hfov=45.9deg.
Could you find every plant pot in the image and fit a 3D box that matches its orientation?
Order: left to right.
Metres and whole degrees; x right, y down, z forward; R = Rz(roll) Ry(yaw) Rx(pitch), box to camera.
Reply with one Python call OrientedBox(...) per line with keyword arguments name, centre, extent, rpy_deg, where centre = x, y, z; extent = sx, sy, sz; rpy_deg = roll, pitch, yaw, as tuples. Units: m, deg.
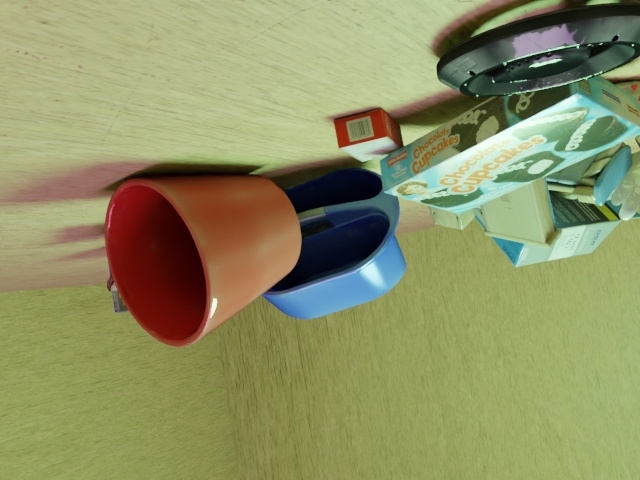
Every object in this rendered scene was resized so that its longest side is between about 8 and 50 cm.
OrientedBox(name="plant pot", centre=(-0.182, 0.006, 1.260), extent=(0.275, 0.275, 0.243), rpy_deg=(-14, -175, 46))

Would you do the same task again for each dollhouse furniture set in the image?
OrientedBox(name="dollhouse furniture set", centre=(0.386, -0.171, 1.419), extent=(0.286, 0.198, 0.303), rpy_deg=(15, -133, 44))

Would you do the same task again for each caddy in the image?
OrientedBox(name="caddy", centre=(0.000, 0.000, 1.433), extent=(0.341, 0.241, 0.179), rpy_deg=(-20, 141, 17))

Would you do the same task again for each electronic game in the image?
OrientedBox(name="electronic game", centre=(0.236, -0.198, 0.791), extent=(0.229, 0.048, 0.229), rpy_deg=(-9, 177, 0))

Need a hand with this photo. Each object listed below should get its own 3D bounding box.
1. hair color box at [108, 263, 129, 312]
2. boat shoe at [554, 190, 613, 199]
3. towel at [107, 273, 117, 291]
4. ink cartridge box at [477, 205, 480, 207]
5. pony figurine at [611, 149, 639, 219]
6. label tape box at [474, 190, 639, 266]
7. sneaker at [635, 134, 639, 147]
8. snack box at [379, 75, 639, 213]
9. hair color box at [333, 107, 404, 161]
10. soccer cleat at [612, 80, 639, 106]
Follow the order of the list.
OrientedBox(name="hair color box", centre=(-0.422, 0.090, 2.132), extent=(0.110, 0.185, 0.338), rpy_deg=(-12, 175, 40))
OrientedBox(name="boat shoe", centre=(0.578, -0.167, 1.724), extent=(0.116, 0.123, 0.324), rpy_deg=(24, 179, -9))
OrientedBox(name="towel", centre=(-0.309, 0.097, 1.711), extent=(0.329, 0.037, 0.237), rpy_deg=(4, 169, -18))
OrientedBox(name="ink cartridge box", centre=(0.376, -0.121, 1.757), extent=(0.099, 0.056, 0.135), rpy_deg=(-28, -169, -13))
OrientedBox(name="pony figurine", centre=(0.775, -0.125, 1.448), extent=(0.351, 0.303, 0.363), rpy_deg=(-49, -173, -34))
OrientedBox(name="label tape box", centre=(0.579, -0.074, 1.895), extent=(0.347, 0.249, 0.115), rpy_deg=(-7, 132, -23))
OrientedBox(name="sneaker", centre=(0.771, -0.220, 1.648), extent=(0.178, 0.072, 0.077), rpy_deg=(-14, 168, -39))
OrientedBox(name="snack box", centre=(0.263, -0.133, 1.070), extent=(0.187, 0.060, 0.322), rpy_deg=(12, 153, -41))
OrientedBox(name="hair color box", centre=(0.073, -0.149, 1.087), extent=(0.072, 0.043, 0.141), rpy_deg=(-12, 175, 15))
OrientedBox(name="soccer cleat", centre=(0.435, -0.203, 1.128), extent=(0.196, 0.068, 0.076), rpy_deg=(0, 176, -27))
